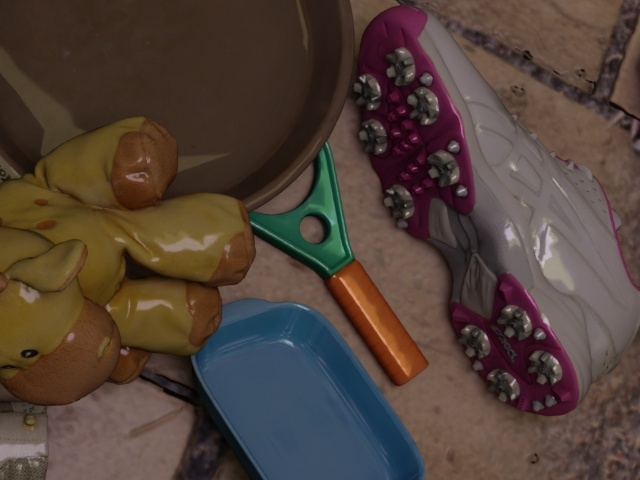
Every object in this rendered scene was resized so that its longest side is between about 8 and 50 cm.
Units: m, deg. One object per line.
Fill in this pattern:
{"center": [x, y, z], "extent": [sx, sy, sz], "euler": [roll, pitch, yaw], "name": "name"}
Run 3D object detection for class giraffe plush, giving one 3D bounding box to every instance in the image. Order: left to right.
{"center": [-0.158, 0.023, 0.903], "extent": [0.210, 0.170, 0.181], "euler": [28, 114, -7], "name": "giraffe plush"}

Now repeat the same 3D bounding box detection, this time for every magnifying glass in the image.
{"center": [0.000, 0.000, 1.072], "extent": [0.092, 0.026, 0.231], "euler": [-36, 95, -21], "name": "magnifying glass"}

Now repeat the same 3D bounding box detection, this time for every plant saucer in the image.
{"center": [-0.115, -0.138, 1.032], "extent": [0.277, 0.041, 0.278], "euler": [2, 79, -13], "name": "plant saucer"}

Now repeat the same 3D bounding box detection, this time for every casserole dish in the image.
{"center": [-0.013, 0.119, 1.004], "extent": [0.114, 0.037, 0.188], "euler": [-17, 59, -34], "name": "casserole dish"}

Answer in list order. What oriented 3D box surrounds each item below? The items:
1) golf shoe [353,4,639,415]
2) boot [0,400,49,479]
{"center": [0.130, -0.033, 1.088], "extent": [0.140, 0.115, 0.306], "euler": [-29, 98, -31], "name": "golf shoe"}
{"center": [-0.252, 0.101, 0.940], "extent": [0.165, 0.077, 0.213], "euler": [-4, 90, -19], "name": "boot"}
